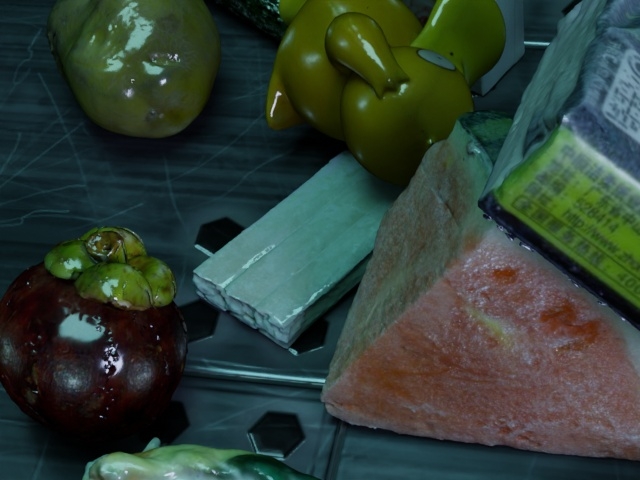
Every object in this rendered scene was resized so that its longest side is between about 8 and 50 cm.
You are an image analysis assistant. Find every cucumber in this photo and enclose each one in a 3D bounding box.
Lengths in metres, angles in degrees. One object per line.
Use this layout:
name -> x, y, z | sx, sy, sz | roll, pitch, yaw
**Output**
cucumber -> -0.090, -0.272, 1.591 | 0.067, 0.068, 0.293 | -40, 56, -24

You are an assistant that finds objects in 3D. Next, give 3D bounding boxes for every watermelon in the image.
watermelon -> 0.164, 0.064, 1.184 | 0.250, 0.283, 0.293 | 29, 84, 45

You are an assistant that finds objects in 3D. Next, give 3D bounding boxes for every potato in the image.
potato -> -0.180, -0.191, 1.490 | 0.154, 0.137, 0.200 | -39, 48, 15

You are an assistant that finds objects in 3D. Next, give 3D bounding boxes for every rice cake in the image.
rice cake -> 0.000, 0.000, 1.356 | 0.124, 0.038, 0.211 | 29, 58, 29

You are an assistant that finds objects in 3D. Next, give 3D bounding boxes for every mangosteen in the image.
mangosteen -> -0.183, 0.068, 1.232 | 0.166, 0.180, 0.166 | 18, 26, -9

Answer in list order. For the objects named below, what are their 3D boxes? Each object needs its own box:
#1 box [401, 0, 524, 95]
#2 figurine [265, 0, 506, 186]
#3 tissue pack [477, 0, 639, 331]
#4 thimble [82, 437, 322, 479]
box -> 0.100, -0.244, 1.491 | 0.199, 0.135, 0.081 | 25, 58, 28
figurine -> 0.054, -0.148, 1.380 | 0.228, 0.215, 0.215 | 12, 49, 43
tissue pack -> 0.325, -0.012, 1.102 | 0.394, 0.124, 0.288 | 36, 39, -6
thimble -> -0.075, 0.273, 1.042 | 0.254, 0.167, 0.288 | -33, 53, -22
